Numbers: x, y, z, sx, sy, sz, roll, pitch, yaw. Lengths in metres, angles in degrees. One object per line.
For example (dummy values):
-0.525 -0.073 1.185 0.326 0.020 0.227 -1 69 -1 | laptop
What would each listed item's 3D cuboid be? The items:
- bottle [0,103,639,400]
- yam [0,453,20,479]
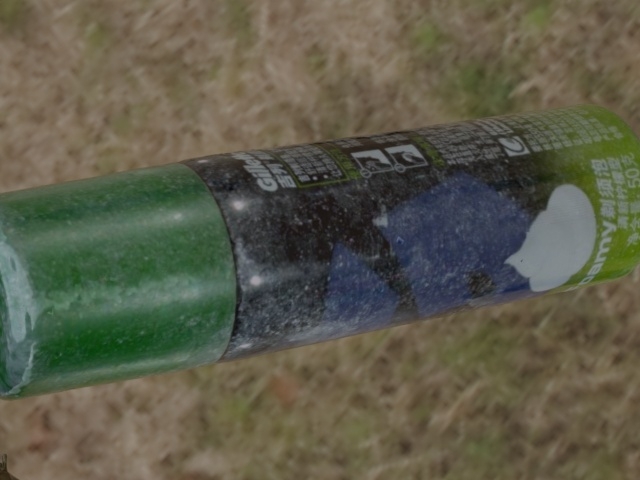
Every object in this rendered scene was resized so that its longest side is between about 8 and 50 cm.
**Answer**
0.000 0.000 0.789 0.093 0.330 0.093 26 121 55 | bottle
-0.176 0.086 0.696 0.356 0.081 0.081 27 138 46 | yam
